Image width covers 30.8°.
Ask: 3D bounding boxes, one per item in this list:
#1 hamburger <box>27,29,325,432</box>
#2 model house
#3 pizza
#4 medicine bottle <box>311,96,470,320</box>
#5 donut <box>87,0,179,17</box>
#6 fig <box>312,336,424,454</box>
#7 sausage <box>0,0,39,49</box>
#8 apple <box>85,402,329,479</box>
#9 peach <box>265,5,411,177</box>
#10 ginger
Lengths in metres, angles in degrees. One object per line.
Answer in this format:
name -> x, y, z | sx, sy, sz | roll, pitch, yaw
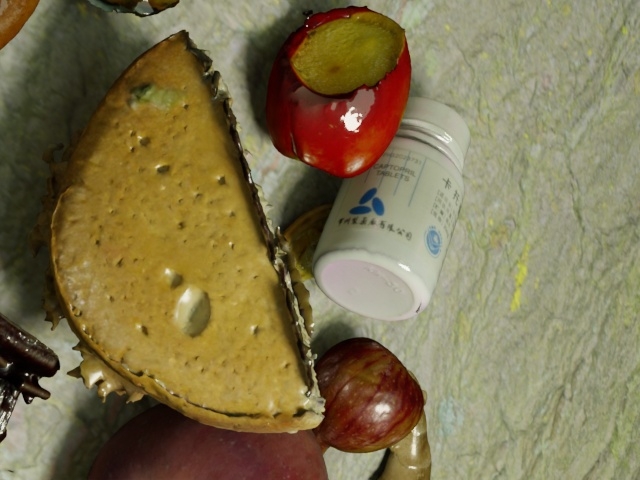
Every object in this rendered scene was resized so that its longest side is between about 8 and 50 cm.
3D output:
hamburger -> -0.174, 0.024, 1.295 | 0.287, 0.268, 0.445 | -18, 83, -2
model house -> -0.386, 0.157, 1.238 | 0.203, 0.141, 0.164 | 46, 58, -43
pizza -> 0.001, 0.000, 1.637 | 0.160, 0.036, 0.099 | -27, 118, -36
medicine bottle -> 0.106, -0.048, 1.600 | 0.170, 0.170, 0.293 | 53, 45, -38
donut -> -0.227, -0.383, 1.284 | 0.272, 0.107, 0.272 | -19, 118, -40
fig -> 0.040, 0.246, 1.665 | 0.207, 0.175, 0.175 | -39, 127, -5
sausage -> -0.401, -0.202, 1.172 | 0.302, 0.076, 0.103 | -36, 133, -33
apple -> -0.137, 0.320, 1.424 | 0.235, 0.305, 0.306 | -13, 112, -72
peach -> 0.026, -0.200, 1.506 | 0.196, 0.190, 0.226 | 17, 94, -31
ginger -> 0.127, 0.346, 1.821 | 0.131, 0.086, 0.295 | -4, 95, -34
